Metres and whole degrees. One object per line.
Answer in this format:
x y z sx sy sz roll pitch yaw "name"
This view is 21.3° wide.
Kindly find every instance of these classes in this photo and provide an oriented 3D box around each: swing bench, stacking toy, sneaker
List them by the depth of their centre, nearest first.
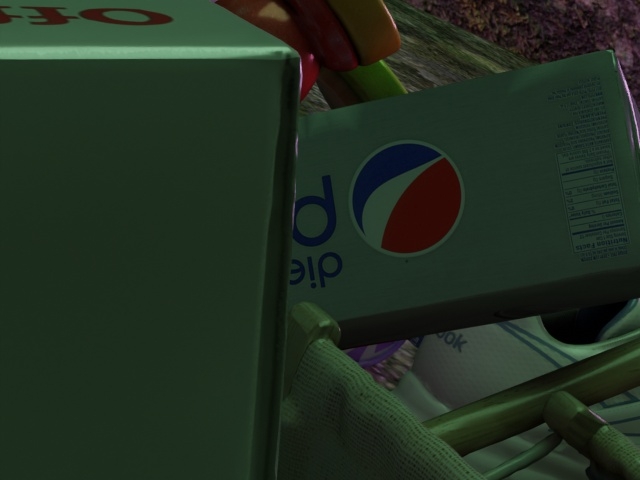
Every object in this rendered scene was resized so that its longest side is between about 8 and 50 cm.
0.132 0.145 0.607 0.254 0.165 0.253 -1 27 -32 "swing bench"
0.180 0.096 0.927 0.297 0.129 0.111 17 14 -28 "sneaker"
0.033 -0.056 1.254 0.309 0.130 0.279 50 -6 12 "stacking toy"

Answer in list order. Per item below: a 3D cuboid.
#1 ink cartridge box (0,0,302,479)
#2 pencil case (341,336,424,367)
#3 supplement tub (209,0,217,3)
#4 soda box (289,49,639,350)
-0.147 0.019 0.423 0.198 0.197 0.270 -3 19 -23 "ink cartridge box"
-0.013 -0.001 1.053 0.086 0.088 0.206 15 16 -35 "pencil case"
-0.236 -0.225 1.227 0.316 0.228 0.228 28 15 17 "supplement tub"
0.000 0.000 0.734 0.286 0.091 0.098 -11 -11 13 "soda box"
